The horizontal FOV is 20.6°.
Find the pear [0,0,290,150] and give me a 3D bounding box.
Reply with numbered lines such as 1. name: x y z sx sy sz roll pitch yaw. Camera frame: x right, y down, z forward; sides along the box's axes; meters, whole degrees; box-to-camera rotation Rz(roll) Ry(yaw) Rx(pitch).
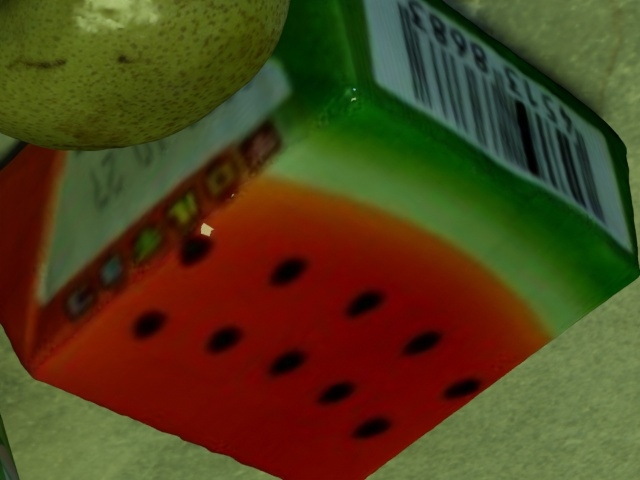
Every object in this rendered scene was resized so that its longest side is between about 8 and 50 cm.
1. pear: -0.114 -0.151 0.962 0.228 0.188 0.211 -29 164 32

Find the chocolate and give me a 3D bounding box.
1. chocolate: 0.000 0.000 1.187 0.341 0.161 0.360 -40 135 23

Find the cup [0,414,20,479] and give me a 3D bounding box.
1. cup: -0.304 0.213 1.204 0.253 0.274 0.253 -10 135 -10
